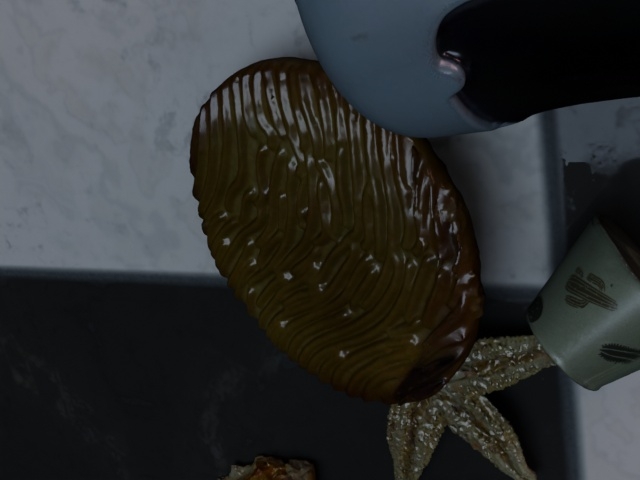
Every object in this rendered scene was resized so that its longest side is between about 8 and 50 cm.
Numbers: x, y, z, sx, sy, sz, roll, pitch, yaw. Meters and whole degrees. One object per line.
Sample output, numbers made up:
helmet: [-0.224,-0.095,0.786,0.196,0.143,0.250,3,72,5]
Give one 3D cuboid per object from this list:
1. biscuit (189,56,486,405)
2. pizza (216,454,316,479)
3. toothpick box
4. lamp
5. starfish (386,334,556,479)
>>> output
biscuit: [0.000,0.000,0.757,0.318,0.040,0.317,27,133,34]
pizza: [-0.087,0.316,0.995,0.246,0.058,0.127,-28,97,32]
toothpick box: [0.136,-0.199,0.547,0.355,0.263,0.262,-6,110,30]
lamp: [0.253,0.013,0.650,0.121,0.121,0.214,44,112,3]
starfish: [0.097,0.145,0.829,0.295,0.048,0.231,-1,112,31]
